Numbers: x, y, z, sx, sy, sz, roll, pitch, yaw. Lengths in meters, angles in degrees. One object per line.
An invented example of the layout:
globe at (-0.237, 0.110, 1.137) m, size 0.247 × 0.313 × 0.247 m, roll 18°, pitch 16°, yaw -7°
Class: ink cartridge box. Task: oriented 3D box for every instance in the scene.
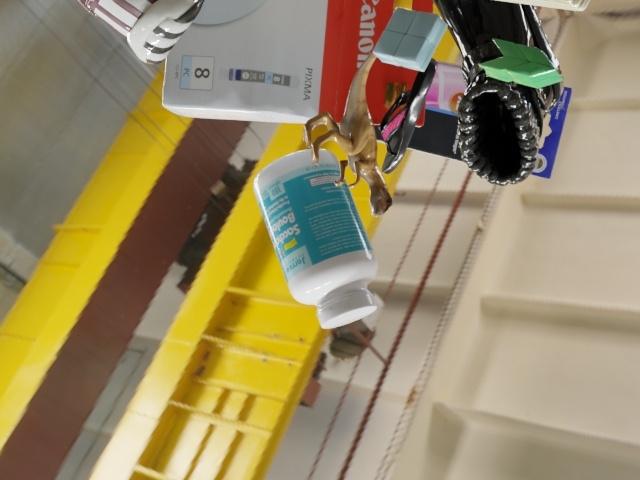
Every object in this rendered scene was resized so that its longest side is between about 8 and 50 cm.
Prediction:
ink cartridge box at (0.270, -0.240, 1.697) m, size 0.371 × 0.069 × 0.175 m, roll 16°, pitch -75°, yaw 21°
ink cartridge box at (-0.030, -0.331, 1.325) m, size 0.385 × 0.091 × 0.308 m, roll 4°, pitch -93°, yaw 11°

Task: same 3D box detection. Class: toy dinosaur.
toy dinosaur at (0.039, -0.132, 1.041) m, size 0.112 × 0.211 × 0.064 m, roll -9°, pitch -163°, yaw -10°

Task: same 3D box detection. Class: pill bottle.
pill bottle at (0.000, 0.000, 1.404) m, size 0.146 × 0.146 × 0.264 m, roll -26°, pitch -107°, yaw 18°

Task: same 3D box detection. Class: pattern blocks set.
pattern blocks set at (0.176, -0.271, 0.699) m, size 0.285 × 0.026 × 0.324 m, roll 11°, pitch -104°, yaw 37°

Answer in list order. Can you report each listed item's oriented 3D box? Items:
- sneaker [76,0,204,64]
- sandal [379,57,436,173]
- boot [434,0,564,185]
sneaker at (-0.177, -0.286, 0.829) m, size 0.106 × 0.162 × 0.281 m, roll -47°, pitch -157°, yaw 27°
sandal at (0.107, -0.170, 1.204) m, size 0.067 × 0.040 × 0.179 m, roll -89°, pitch -166°, yaw -50°
boot at (0.244, -0.278, 1.341) m, size 0.131 × 0.348 × 0.260 m, roll -24°, pitch -160°, yaw 41°
